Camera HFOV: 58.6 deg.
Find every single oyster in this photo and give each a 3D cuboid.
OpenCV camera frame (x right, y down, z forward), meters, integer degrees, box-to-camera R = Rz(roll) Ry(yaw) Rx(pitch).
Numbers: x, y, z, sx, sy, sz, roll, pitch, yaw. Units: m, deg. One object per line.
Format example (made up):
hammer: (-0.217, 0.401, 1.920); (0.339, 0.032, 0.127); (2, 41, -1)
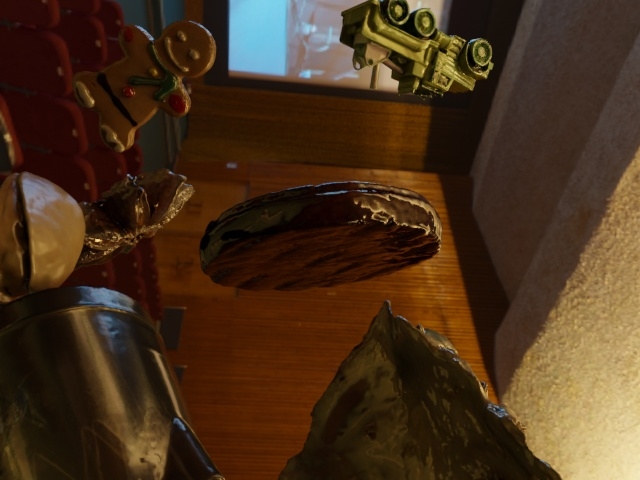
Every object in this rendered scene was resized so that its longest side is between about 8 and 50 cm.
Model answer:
oyster: (0.075, 0.207, 0.302); (0.204, 0.111, 0.396); (-46, -142, 7)

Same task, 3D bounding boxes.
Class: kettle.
kettle: (-0.262, 0.256, 0.573); (0.324, 0.321, 0.228); (49, -5, 40)

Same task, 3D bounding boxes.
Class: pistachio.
pistachio: (-0.363, -0.004, 0.705); (0.226, 0.136, 0.135); (-119, -151, -57)

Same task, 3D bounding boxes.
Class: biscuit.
biscuit: (-0.339, -0.319, 1.115); (0.196, 0.302, 0.049); (57, 9, -15)
biscuit: (0.000, 0.000, 0.955); (0.407, 0.408, 0.091); (103, -18, -72)

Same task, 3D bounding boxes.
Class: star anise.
star anise: (-0.402, -0.048, 1.155); (0.117, 0.332, 0.332); (59, -4, 1)

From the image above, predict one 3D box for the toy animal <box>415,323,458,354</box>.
toy animal: (0.217, 0.240, 1.237); (0.125, 0.127, 0.251); (-65, 150, -11)

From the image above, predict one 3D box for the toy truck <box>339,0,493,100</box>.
toy truck: (0.156, -0.305, 0.968); (0.128, 0.260, 0.135); (16, -84, 61)
